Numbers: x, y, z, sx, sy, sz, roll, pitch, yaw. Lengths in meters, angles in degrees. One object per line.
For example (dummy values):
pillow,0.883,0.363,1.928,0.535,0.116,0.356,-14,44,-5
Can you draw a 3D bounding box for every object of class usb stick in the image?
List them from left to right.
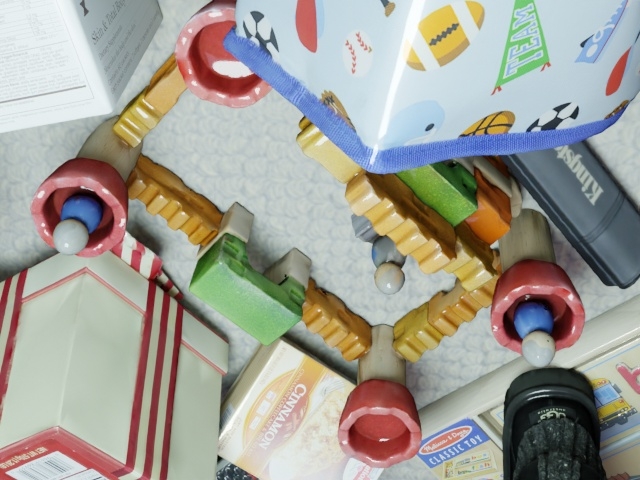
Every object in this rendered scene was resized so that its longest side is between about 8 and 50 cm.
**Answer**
usb stick,0.230,-0.064,0.952,0.077,0.045,0.278,-48,113,-11

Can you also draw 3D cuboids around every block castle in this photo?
block castle,0.000,0.000,0.927,0.453,0.212,0.303,39,119,-19

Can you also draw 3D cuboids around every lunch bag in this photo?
lunch bag,0.158,-0.248,0.711,0.386,0.239,0.327,-10,132,-35

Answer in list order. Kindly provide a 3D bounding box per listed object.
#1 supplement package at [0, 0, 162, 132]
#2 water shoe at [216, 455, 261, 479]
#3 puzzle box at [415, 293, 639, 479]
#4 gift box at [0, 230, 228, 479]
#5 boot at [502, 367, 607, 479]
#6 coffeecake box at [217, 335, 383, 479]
supplement package,-0.274,-0.243,0.794,0.198,0.199,0.262,-9,123,11
water shoe,-0.077,0.248,1.191,0.203,0.080,0.073,-35,104,-3
puzzle box,0.336,0.212,1.137,0.409,0.052,0.272,-33,115,24
gift box,-0.255,0.148,1.019,0.255,0.258,0.276,-21,133,20
boot,0.251,0.335,1.037,0.131,0.260,0.347,-11,122,12
coffeecake box,-0.014,0.209,1.120,0.186,0.068,0.142,33,88,-17
